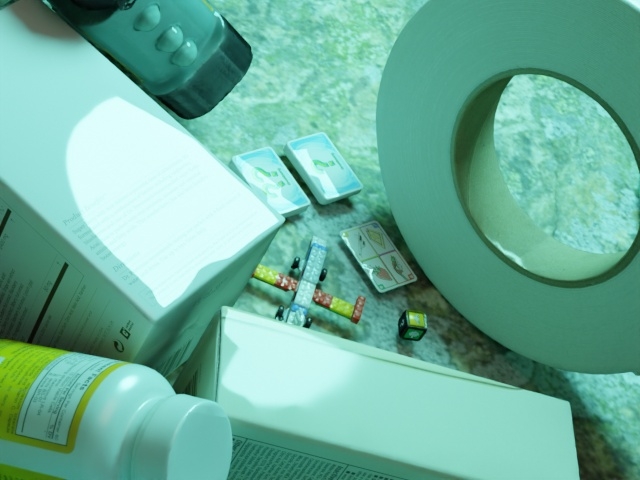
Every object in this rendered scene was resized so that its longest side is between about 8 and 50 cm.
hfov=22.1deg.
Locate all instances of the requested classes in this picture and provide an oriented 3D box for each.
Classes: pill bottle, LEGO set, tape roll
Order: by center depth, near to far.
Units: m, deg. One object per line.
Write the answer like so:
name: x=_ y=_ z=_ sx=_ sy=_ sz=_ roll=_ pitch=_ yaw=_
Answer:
pill bottle: x=-0.174 y=0.141 z=1.186 sx=0.208 sy=0.118 sz=0.117 roll=8 pitch=36 yaw=28
tape roll: x=0.221 y=-0.065 z=1.467 sx=0.392 sy=0.392 sz=0.072 roll=47 pitch=45 yaw=14
LEGO set: x=0.000 y=0.000 z=1.522 sx=0.182 sy=0.060 sz=0.244 roll=-18 pitch=63 yaw=-35

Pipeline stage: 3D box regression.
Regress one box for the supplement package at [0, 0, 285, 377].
supplement package: x=-0.212 y=-0.023 z=1.331 sx=0.293 sy=0.175 sz=0.177 roll=42 pitch=46 yaw=10

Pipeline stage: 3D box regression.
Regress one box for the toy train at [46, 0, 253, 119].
toy train: x=-0.182 y=-0.230 z=1.466 sx=0.190 sy=0.142 sz=0.334 roll=44 pitch=0 yaw=21

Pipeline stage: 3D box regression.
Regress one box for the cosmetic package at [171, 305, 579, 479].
cosmetic package: x=0.034 y=0.176 z=1.312 sx=0.309 sy=0.160 sz=0.113 roll=17 pitch=46 yaw=-18

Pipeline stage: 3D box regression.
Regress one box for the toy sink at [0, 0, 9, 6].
toy sink: x=-0.310 y=-0.330 z=1.559 sx=0.131 sy=0.234 sz=0.153 roll=-37 pitch=75 yaw=-14
